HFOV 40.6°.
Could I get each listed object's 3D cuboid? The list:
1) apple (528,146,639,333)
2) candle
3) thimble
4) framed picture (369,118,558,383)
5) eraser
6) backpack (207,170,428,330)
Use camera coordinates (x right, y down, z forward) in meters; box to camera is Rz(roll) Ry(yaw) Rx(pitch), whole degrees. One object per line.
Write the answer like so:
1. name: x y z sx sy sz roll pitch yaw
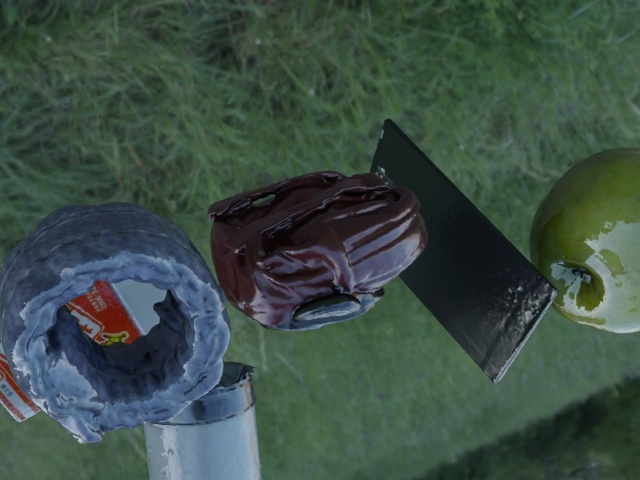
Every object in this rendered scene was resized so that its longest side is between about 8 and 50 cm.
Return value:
1. apple: 0.408 0.004 1.185 0.194 0.261 0.261 -38 161 -31
2. candle: -0.182 0.353 1.376 0.187 0.330 0.187 -5 -170 1
3. thimble: -0.139 0.051 0.578 0.150 0.098 0.150 -9 116 -20
4. framed picture: 0.175 0.020 1.227 0.014 0.338 0.255 -29 153 -26
5. eraser: -0.280 0.093 0.982 0.230 0.038 0.157 -29 130 -9
6. backpack: 0.001 0.002 0.868 0.229 0.139 0.229 -18 -169 4
